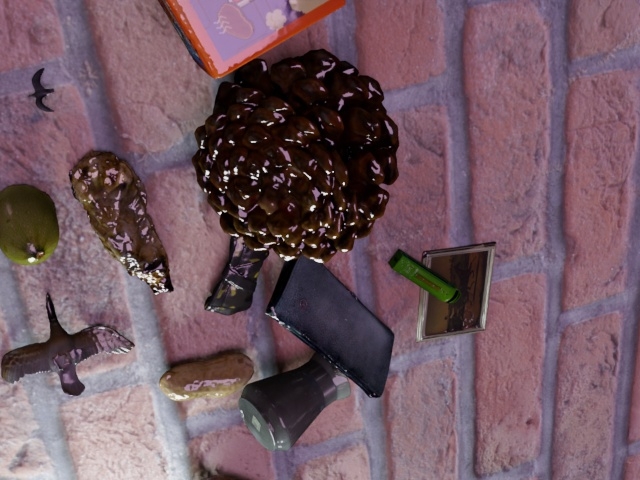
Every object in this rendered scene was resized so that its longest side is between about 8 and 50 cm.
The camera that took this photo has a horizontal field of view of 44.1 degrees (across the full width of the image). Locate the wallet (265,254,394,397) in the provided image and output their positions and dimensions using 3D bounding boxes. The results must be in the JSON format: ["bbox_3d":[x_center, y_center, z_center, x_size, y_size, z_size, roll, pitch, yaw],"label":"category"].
[{"bbox_3d":[0.038,0.185,1.767,0.379,0.046,0.190,44,50,-31],"label":"wallet"}]

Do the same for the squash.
[{"bbox_3d":[-0.541,-0.016,1.458,0.123,0.186,0.123,-12,122,-19],"label":"squash"}]

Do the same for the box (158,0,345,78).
[{"bbox_3d":[-0.182,-0.495,1.282,0.257,0.318,0.348,-31,121,-2],"label":"box"}]

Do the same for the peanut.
[{"bbox_3d":[-0.251,0.308,1.760,0.214,0.099,0.099,-7,116,-19],"label":"peanut"}]

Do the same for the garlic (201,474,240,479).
[{"bbox_3d":[-0.217,0.640,1.872,0.338,0.196,0.151,44,79,-28],"label":"garlic"}]

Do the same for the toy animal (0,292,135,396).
[{"bbox_3d":[-0.514,0.208,1.601,0.272,0.160,0.197,-13,116,-21],"label":"toy animal"}]

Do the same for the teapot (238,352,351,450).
[{"bbox_3d":[-0.059,0.367,1.807,0.225,0.171,0.203,-29,160,-27],"label":"teapot"}]

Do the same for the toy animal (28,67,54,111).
[{"bbox_3d":[-0.508,-0.267,1.437,0.028,0.050,0.084,-6,79,-50],"label":"toy animal"}]

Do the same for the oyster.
[{"bbox_3d":[-0.379,-0.024,1.578,0.129,0.078,0.345,-31,118,-14],"label":"oyster"}]

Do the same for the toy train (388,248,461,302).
[{"bbox_3d":[0.255,0.095,1.854,0.209,0.042,0.044,32,106,-22],"label":"toy train"}]

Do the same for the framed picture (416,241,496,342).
[{"bbox_3d":[0.332,0.130,1.930,0.197,0.014,0.252,-7,116,-16],"label":"framed picture"}]

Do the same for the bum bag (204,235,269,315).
[{"bbox_3d":[-0.170,0.059,1.692,0.107,0.060,0.232,12,111,-33],"label":"bum bag"}]

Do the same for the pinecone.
[{"bbox_3d":[-0.028,-0.172,1.482,0.398,0.398,0.397,-8,116,-16],"label":"pinecone"}]
